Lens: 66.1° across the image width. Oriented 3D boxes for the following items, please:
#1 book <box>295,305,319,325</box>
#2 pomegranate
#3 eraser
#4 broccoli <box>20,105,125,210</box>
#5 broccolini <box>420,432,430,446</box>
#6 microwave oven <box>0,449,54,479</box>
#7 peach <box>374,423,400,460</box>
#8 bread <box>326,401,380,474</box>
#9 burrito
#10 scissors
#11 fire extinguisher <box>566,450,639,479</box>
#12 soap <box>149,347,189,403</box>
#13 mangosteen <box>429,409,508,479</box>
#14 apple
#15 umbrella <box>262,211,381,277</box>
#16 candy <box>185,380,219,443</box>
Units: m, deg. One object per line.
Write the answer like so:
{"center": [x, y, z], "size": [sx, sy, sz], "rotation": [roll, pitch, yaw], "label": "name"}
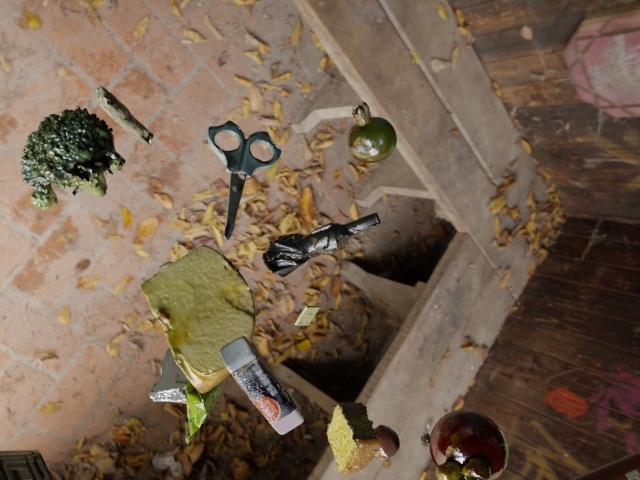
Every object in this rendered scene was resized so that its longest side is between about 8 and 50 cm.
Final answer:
{"center": [-0.058, 0.330, 2.165], "size": [0.077, 0.014, 0.111], "rotation": [7, 123, -43], "label": "book"}
{"center": [0.184, -0.373, 1.727], "size": [0.179, 0.179, 0.210], "rotation": [-23, 139, -32], "label": "pomegranate"}
{"center": [-0.045, 0.117, 0.389], "size": [0.027, 0.019, 0.099], "rotation": [-30, 121, -2], "label": "eraser"}
{"center": [-0.610, -0.182, 1.253], "size": [0.247, 0.243, 0.262], "rotation": [11, 70, 4], "label": "broccoli"}
{"center": [0.437, 0.672, 1.611], "size": [0.044, 0.218, 0.042], "rotation": [-61, 153, -55], "label": "broccolini"}
{"center": [-0.956, 0.755, 1.505], "size": [0.145, 0.194, 0.240], "rotation": [-42, 158, -9], "label": "microwave oven"}
{"center": [0.159, 0.509, 1.242], "size": [0.083, 0.083, 0.083], "rotation": [-7, 103, -36], "label": "peach"}
{"center": [0.059, 0.367, 0.917], "size": [0.065, 0.103, 0.187], "rotation": [-9, 139, -12], "label": "bread"}
{"center": [-0.646, -0.404, 1.629], "size": [0.059, 0.082, 0.275], "rotation": [-35, 155, 1], "label": "burrito"}
{"center": [-0.194, -0.147, 1.165], "size": [0.191, 0.029, 0.360], "rotation": [16, 51, -17], "label": "scissors"}
{"center": [0.648, 0.586, 1.131], "size": [0.337, 0.106, 0.147], "rotation": [-27, 150, 5], "label": "fire extinguisher"}
{"center": [-0.422, 0.350, 1.608], "size": [0.258, 0.159, 0.302], "rotation": [-34, 129, -72], "label": "soap"}
{"center": [0.403, 0.603, 1.370], "size": [0.257, 0.215, 0.215], "rotation": [-51, 127, -49], "label": "mangosteen"}
{"center": [-0.302, 0.205, 1.259], "size": [0.309, 0.314, 0.252], "rotation": [53, 35, 11], "label": "apple"}
{"center": [0.000, 0.000, 1.328], "size": [0.340, 0.118, 0.118], "rotation": [-22, 120, 16], "label": "umbrella"}
{"center": [-0.344, 0.464, 1.439], "size": [0.149, 0.069, 0.246], "rotation": [-50, 150, -56], "label": "candy"}
